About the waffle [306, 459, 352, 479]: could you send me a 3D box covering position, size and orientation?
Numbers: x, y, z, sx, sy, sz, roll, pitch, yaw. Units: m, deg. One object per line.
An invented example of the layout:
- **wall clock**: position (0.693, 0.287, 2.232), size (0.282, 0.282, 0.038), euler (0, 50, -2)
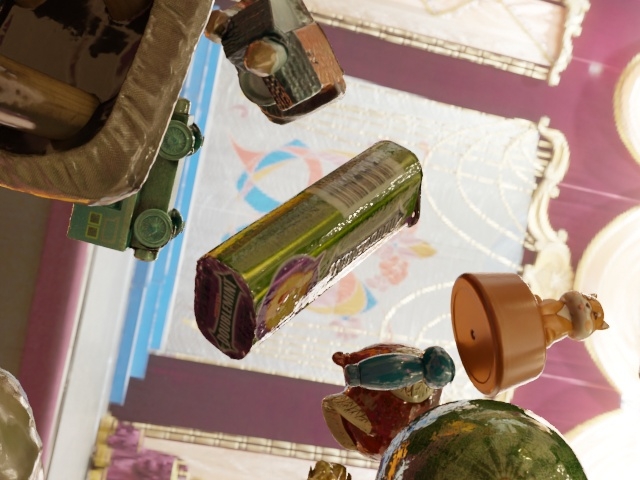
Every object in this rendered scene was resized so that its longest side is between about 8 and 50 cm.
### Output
- **waffle**: position (-0.001, 0.524, 1.367), size (0.291, 0.051, 0.291), euler (4, 90, -69)

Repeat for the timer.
- **timer**: position (0.231, 0.087, 0.821), size (0.132, 0.152, 0.132), euler (170, -90, -81)

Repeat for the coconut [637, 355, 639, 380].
- **coconut**: position (0.671, 0.132, 1.093), size (0.404, 0.405, 0.404), euler (-169, -90, -80)

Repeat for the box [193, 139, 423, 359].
- **box**: position (0.000, 0.000, 0.940), size (0.345, 0.097, 0.134), euler (-36, 146, -42)

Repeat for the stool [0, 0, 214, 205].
- **stool**: position (-0.296, -0.219, 0.737), size (0.226, 0.310, 0.310), euler (36, 69, -64)

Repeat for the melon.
- **melon**: position (0.135, 0.233, 0.685), size (0.287, 0.182, 0.182), euler (98, 0, -75)

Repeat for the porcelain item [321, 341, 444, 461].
- **porcelain item**: position (0.113, 0.297, 1.506), size (0.253, 0.253, 0.253), euler (-169, -90, -80)

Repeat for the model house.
- **model house**: position (-0.101, -0.324, 1.371), size (0.253, 0.184, 0.291), euler (64, 20, -8)

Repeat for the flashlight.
- **flashlight**: position (0.094, 0.152, 0.898), size (0.051, 0.129, 0.051), euler (175, -90, -82)

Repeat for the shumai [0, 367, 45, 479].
- **shumai**: position (-0.294, 0.137, 0.396), size (0.330, 0.292, 0.288), euler (-46, -163, -4)

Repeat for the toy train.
- **toy train**: position (-0.321, -0.117, 1.351), size (0.120, 0.194, 0.298), euler (-79, -176, -81)
